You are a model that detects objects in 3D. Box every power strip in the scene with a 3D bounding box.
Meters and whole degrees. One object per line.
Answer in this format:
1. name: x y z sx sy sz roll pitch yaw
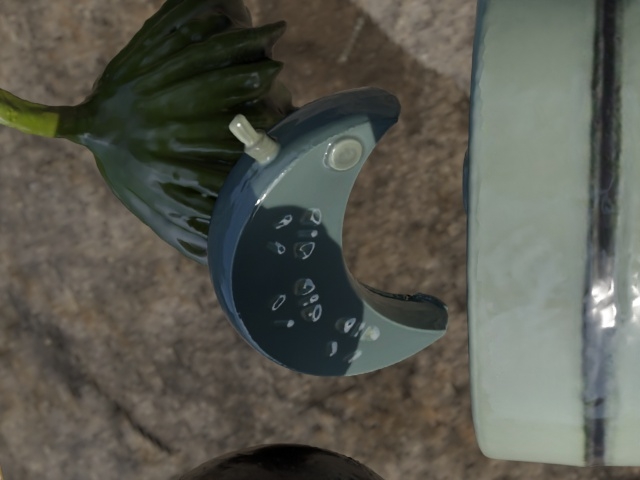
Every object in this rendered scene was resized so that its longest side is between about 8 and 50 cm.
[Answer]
1. power strip: 0.177 -0.034 0.916 0.161 0.357 0.357 1 115 10
2. power strip: 0.000 0.000 1.082 0.054 0.167 0.253 52 166 49

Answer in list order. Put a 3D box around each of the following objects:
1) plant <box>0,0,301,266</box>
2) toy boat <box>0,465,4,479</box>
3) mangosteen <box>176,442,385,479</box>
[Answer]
1. plant: -0.181 -0.093 1.199 0.180 0.333 0.251 164 102 -65
2. toy boat: -0.332 0.216 1.401 0.057 0.077 0.200 10 115 37
3. mangosteen: -0.014 0.234 0.907 0.243 0.243 0.243 24 126 38
